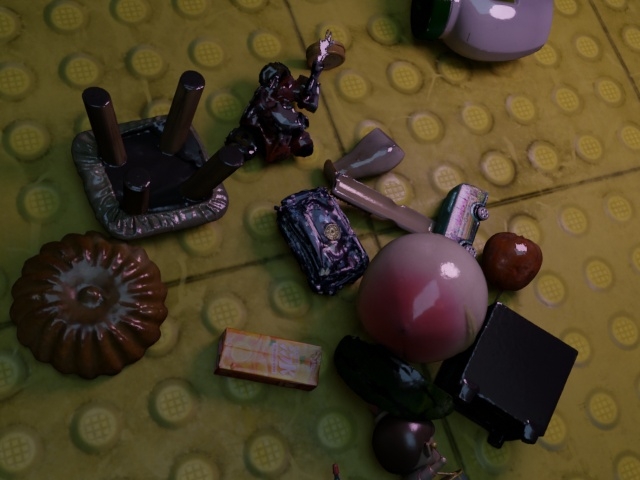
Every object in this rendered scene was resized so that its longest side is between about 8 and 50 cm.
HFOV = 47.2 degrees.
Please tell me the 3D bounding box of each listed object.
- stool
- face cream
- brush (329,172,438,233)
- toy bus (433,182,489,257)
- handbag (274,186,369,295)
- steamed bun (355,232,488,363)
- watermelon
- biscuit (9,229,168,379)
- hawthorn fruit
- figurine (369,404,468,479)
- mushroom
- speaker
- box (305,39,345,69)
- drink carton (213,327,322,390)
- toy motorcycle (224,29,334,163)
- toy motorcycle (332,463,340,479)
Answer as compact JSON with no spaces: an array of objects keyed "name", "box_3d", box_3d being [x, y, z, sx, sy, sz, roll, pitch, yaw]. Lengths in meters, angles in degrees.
[{"name":"stool","box_3d":[-0.361,-0.193,1.620,0.310,0.226,0.310,-18,68,-30]},{"name":"face cream","box_3d":[0.450,-0.649,2.053,0.357,0.219,0.312,3,70,-11]},{"name":"brush","box_3d":[0.161,-0.073,1.824,0.321,0.050,0.060,25,66,-21]},{"name":"toy bus","box_3d":[0.342,-0.023,1.840,0.109,0.091,0.261,30,63,-13]},{"name":"handbag","box_3d":[0.000,0.000,1.731,0.162,0.113,0.260,-26,85,-18]},{"name":"steamed bun","box_3d":[0.214,0.141,1.608,0.309,0.309,0.309,5,68,-14]},{"name":"watermelon","box_3d":[0.144,0.297,1.599,0.301,0.129,0.123,28,91,26]},{"name":"biscuit","box_3d":[-0.485,0.128,1.553,0.326,0.107,0.325,6,70,-17]},{"name":"hawthorn fruit","box_3d":[0.477,0.067,1.821,0.149,0.149,0.189,8,66,-13]},{"name":"figurine","box_3d":[0.204,0.461,1.590,0.158,0.161,0.275,-18,75,-46]},{"name":"mushroom","box_3d":[0.114,-0.200,1.860,0.225,0.093,0.116,-38,69,-16]},{"name":"speaker","box_3d":[0.415,0.316,1.684,0.232,0.184,0.254,32,67,-1]},{"name":"box","box_3d":[0.014,-0.487,1.929,0.106,0.105,0.037,-4,76,-17]},{"name":"drink carton","box_3d":[-0.114,0.264,1.616,0.223,0.071,0.096,12,66,-12]},{"name":"toy motorcycle","box_3d":[-0.074,-0.346,1.828,0.207,0.134,0.401,25,72,-5]},{"name":"toy motorcycle","box_3d":[-0.025,0.576,1.500,0.272,0.123,0.182,-12,94,-18]}]
